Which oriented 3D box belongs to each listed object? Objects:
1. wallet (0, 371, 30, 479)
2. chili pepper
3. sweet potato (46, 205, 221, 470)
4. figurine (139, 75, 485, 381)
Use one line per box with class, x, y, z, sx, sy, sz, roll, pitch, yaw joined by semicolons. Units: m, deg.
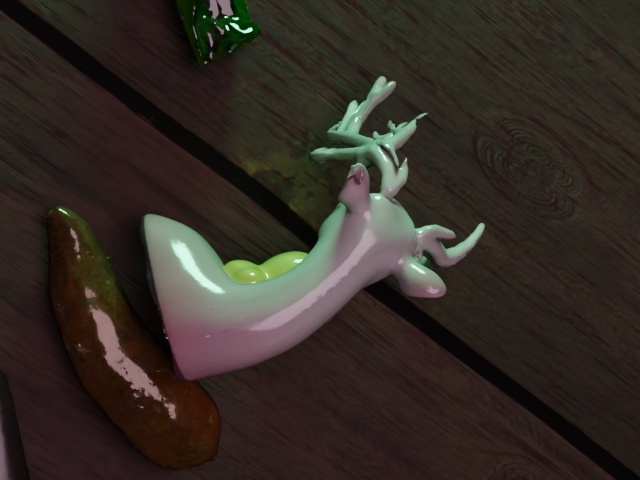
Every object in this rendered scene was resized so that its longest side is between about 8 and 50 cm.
wallet;-0.353;0.244;1.689;0.182;0.049;0.229;-12;92;-18
chili pepper;-0.114;-0.298;1.779;0.099;0.083;0.253;-9;96;-31
sweet potato;-0.191;0.103;1.732;0.097;0.097;0.291;-36;100;-19
figurine;-0.004;-0.011;1.752;0.316;0.284;0.206;-15;105;3
